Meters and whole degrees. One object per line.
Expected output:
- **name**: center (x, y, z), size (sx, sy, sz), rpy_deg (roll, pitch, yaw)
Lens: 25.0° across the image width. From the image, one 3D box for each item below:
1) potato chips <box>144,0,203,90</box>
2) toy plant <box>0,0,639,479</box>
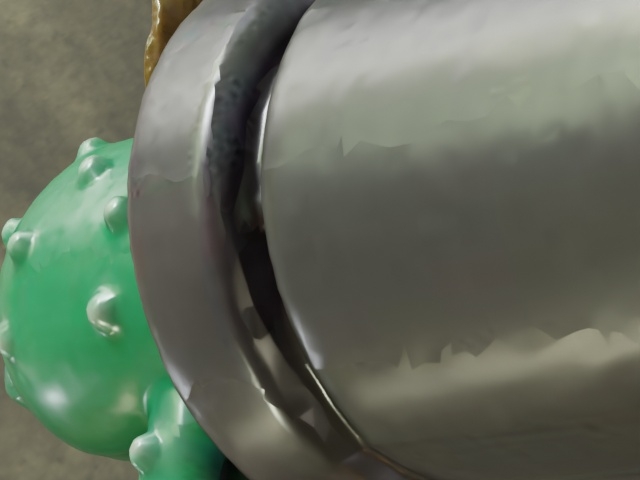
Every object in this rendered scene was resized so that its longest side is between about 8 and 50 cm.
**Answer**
- **potato chips**: center (-0.085, -0.155, 1.124), size (0.062, 0.208, 0.195), rpy_deg (-3, 116, 13)
- **toy plant**: center (0.001, 0.014, 0.488), size (0.400, 0.185, 0.279), rpy_deg (-11, 85, 45)
